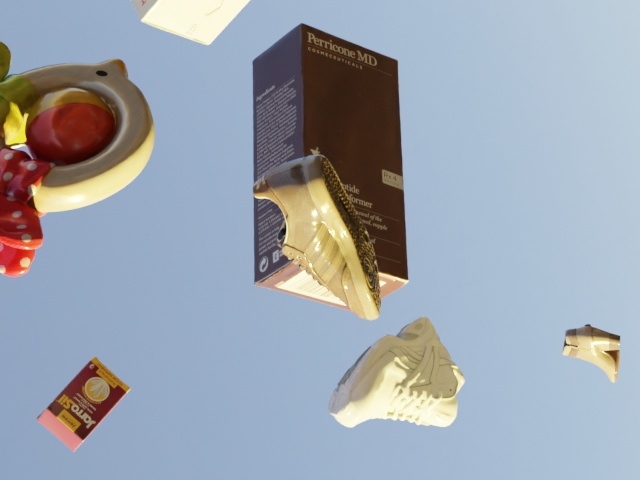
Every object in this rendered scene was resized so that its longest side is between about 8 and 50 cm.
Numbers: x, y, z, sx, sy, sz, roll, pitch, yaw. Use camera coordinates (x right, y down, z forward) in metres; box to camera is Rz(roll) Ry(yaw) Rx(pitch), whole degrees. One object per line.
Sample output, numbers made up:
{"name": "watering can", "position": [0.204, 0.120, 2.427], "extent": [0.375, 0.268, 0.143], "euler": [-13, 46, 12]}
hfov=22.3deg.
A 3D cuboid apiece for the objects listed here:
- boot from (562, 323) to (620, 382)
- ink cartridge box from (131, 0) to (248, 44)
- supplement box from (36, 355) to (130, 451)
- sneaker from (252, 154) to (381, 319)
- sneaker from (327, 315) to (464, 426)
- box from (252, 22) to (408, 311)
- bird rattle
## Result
{"name": "boot", "position": [0.416, 0.173, 2.493], "extent": [0.042, 0.087, 0.118], "euler": [-75, -17, -45]}
{"name": "ink cartridge box", "position": [-0.178, -0.364, 2.070], "extent": [0.127, 0.128, 0.176], "euler": [12, -140, -49]}
{"name": "supplement box", "position": [-0.252, 0.174, 1.727], "extent": [0.055, 0.043, 0.083], "euler": [42, -123, -3]}
{"name": "sneaker", "position": [0.000, 0.000, 1.473], "extent": [0.066, 0.071, 0.188], "euler": [-82, -26, -50]}
{"name": "sneaker", "position": [0.096, 0.160, 1.760], "extent": [0.115, 0.090, 0.232], "euler": [45, -149, 11]}
{"name": "box", "position": [0.013, -0.106, 2.379], "extent": [0.191, 0.143, 0.381], "euler": [16, -122, -33]}
{"name": "bird rattle", "position": [-0.246, -0.087, 1.397], "extent": [0.253, 0.207, 0.143], "euler": [-112, 10, -50]}
